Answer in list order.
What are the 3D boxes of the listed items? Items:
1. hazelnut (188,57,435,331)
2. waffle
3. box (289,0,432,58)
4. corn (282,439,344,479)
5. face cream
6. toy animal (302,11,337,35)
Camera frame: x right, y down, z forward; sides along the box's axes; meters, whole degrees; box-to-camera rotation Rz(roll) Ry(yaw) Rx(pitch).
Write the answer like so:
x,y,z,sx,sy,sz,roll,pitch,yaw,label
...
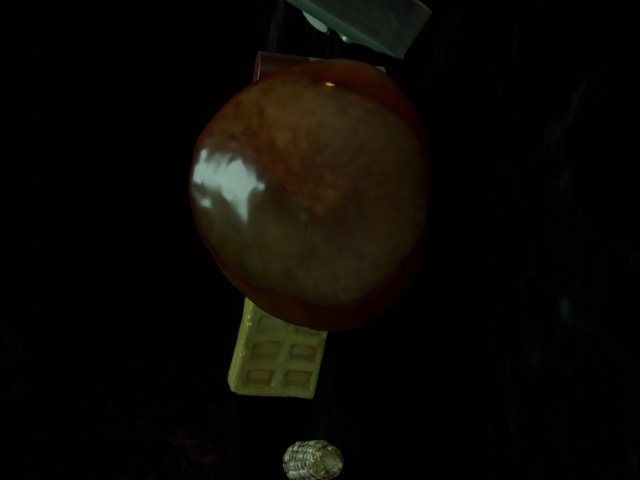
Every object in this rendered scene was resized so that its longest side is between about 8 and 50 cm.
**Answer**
x,y,z,sx,sy,sz,roll,pitch,yaw,label
-0.001,-0.061,1.502,0.366,0.366,0.365,-173,90,-81,hazelnut
-0.070,0.177,2.154,0.057,0.168,0.274,-113,32,-61,waffle
-0.043,-0.421,1.747,0.111,0.396,0.396,-58,14,7,box
-0.011,0.367,1.905,0.237,0.080,0.079,133,144,-74,corn
-0.004,-0.259,1.931,0.096,0.214,0.095,-173,90,-81,face cream
0.026,-0.472,2.117,0.138,0.166,0.179,-39,5,-7,toy animal
